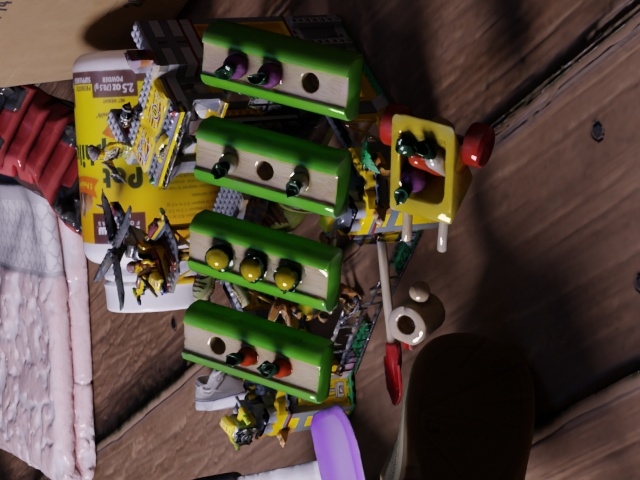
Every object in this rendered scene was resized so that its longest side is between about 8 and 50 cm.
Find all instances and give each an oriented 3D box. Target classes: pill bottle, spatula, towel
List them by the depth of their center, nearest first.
[{"bbox_3d":[-0.039,0.172,1.376,0.296,0.030,0.084,-21,79,56],"label":"spatula"},{"bbox_3d":[-0.143,-0.051,1.614,0.117,0.117,0.215,4,99,62],"label":"pill bottle"},{"bbox_3d":[-0.323,0.079,2.060,0.332,0.053,0.317,12,106,63],"label":"towel"}]

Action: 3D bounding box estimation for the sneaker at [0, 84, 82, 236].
[{"bbox_3d":[-0.218,-0.067,1.780,0.276,0.135,0.098,32,94,30],"label":"sneaker"}]

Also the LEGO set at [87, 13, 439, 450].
[{"bbox_3d":[-0.069,-0.007,1.395,0.255,0.192,0.331,68,148,29],"label":"LEGO set"}]

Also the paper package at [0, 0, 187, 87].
[{"bbox_3d":[-0.245,-0.262,1.563,0.325,0.309,0.168,-46,59,57],"label":"paper package"}]

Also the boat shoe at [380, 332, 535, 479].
[{"bbox_3d":[0.070,0.199,1.177,0.098,0.109,0.302,103,180,-50],"label":"boat shoe"}]

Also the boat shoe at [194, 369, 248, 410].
[{"bbox_3d":[-0.082,0.123,1.621,0.100,0.035,0.035,167,94,-69],"label":"boat shoe"}]

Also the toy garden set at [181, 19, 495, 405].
[{"bbox_3d":[0.000,0.000,1.247,0.203,0.049,0.244,16,115,25],"label":"toy garden set"}]
